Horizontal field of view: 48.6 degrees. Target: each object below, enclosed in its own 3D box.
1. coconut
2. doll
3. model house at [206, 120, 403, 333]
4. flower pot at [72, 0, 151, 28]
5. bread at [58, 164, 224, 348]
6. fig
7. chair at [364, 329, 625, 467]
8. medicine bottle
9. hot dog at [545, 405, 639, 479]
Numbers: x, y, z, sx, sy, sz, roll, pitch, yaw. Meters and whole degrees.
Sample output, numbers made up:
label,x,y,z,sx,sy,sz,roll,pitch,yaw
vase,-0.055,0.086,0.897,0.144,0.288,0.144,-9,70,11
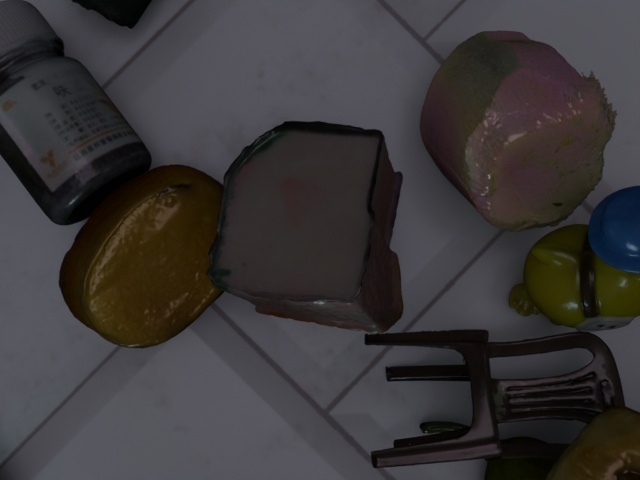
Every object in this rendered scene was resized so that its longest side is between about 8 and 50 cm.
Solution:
label,x,y,z,sx,sy,sz,roll,pitch,yaw
coconut,0.256,-0.156,0.953,0.233,0.245,0.233,-8,127,-11
doll,0.368,0.033,0.897,0.199,0.363,0.145,14,69,-5
model house,0.000,0.000,0.943,0.202,0.237,0.237,1,69,18
flower pot,-0.296,-0.366,0.981,0.157,0.157,0.107,30,102,-2
bread,-0.223,0.021,0.964,0.269,0.143,0.195,-49,117,-9
fig,0.259,0.324,1.020,0.245,0.149,0.149,37,88,18
chair,0.236,0.205,0.926,0.326,0.183,0.175,-8,71,12
medicine bottle,-0.370,-0.170,0.960,0.165,0.165,0.273,-36,91,-2
hot dog,0.459,0.367,0.877,0.405,0.223,0.185,31,99,-38
